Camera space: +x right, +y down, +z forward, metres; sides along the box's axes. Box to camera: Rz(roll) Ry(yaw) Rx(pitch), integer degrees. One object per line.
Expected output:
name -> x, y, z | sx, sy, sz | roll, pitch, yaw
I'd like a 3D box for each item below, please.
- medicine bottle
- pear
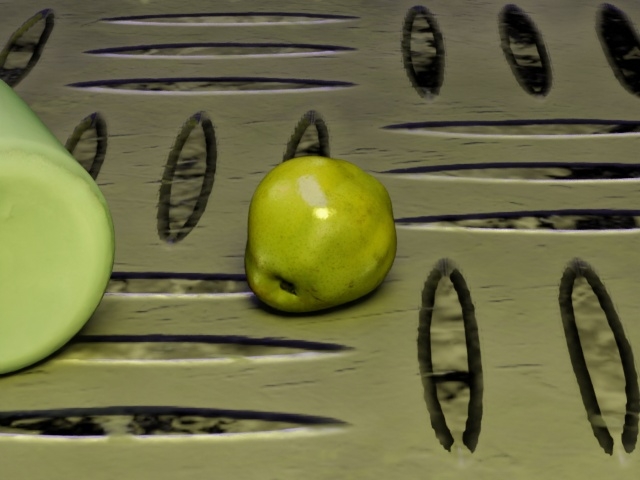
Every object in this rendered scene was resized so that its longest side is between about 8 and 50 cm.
medicine bottle -> -0.216, -0.027, 0.951 | 0.139, 0.139, 0.225 | -13, 29, -22
pear -> 0.000, 0.000, 0.955 | 0.092, 0.092, 0.097 | 26, 79, 43
